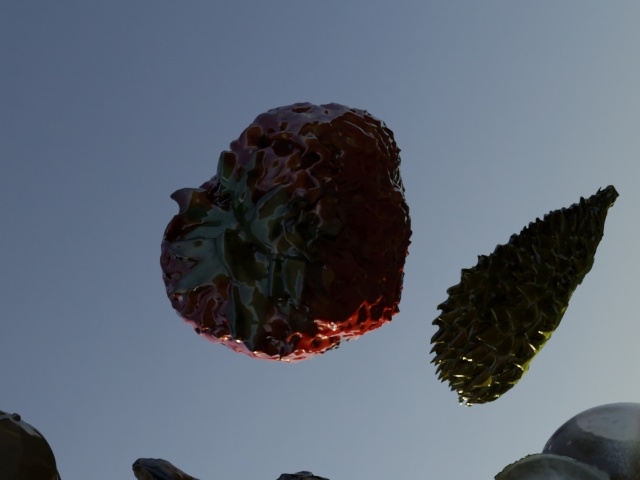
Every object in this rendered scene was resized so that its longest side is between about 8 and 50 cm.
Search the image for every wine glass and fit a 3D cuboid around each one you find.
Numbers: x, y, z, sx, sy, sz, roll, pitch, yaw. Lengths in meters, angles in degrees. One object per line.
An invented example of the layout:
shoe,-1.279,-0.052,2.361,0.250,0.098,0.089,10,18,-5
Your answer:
wine glass,0.348,0.312,1.310,0.323,0.238,0.238,-10,-74,-51

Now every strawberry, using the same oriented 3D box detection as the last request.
strawberry,0.000,0.000,1.300,0.312,0.267,0.351,-56,-29,8

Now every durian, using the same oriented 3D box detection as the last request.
durian,0.303,0.089,1.579,0.198,0.163,0.394,22,-75,-48

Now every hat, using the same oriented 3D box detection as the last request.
hat,-0.308,0.257,1.082,0.147,0.085,0.175,19,-138,-26

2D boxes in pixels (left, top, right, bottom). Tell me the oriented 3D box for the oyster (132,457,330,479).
oyster,-0.053,0.327,1.163,0.133,0.337,0.197,-65,-15,-70
